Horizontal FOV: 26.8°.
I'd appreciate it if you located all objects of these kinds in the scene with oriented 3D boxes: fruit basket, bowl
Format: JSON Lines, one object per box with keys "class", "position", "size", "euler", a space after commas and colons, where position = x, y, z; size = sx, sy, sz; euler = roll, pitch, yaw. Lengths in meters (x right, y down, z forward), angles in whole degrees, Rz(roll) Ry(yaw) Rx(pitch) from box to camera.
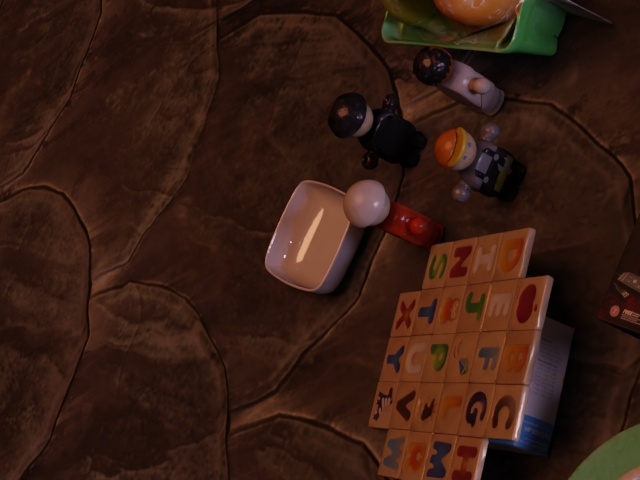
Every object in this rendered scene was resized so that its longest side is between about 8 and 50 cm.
{"class": "fruit basket", "position": [0.121, -0.333, 1.577], "size": [0.327, 0.353, 0.165], "euler": [15, 84, 51]}
{"class": "bowl", "position": [0.000, 0.000, 1.780], "size": [0.142, 0.053, 0.142], "euler": [24, 90, 50]}

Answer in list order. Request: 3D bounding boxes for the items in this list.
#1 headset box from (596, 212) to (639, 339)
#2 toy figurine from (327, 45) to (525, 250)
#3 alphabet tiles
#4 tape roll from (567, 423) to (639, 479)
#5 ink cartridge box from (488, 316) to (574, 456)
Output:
{"class": "headset box", "position": [0.423, -0.017, 1.266], "size": [0.218, 0.110, 0.293], "euler": [22, 88, 52]}
{"class": "toy figurine", "position": [0.123, -0.115, 1.625], "size": [0.209, 0.148, 0.213], "euler": [-32, 49, 35]}
{"class": "alphabet tiles", "position": [0.147, 0.131, 1.491], "size": [0.342, 0.011, 0.285], "euler": [-12, 61, 67]}
{"class": "tape roll", "position": [0.340, 0.321, 1.215], "size": [0.321, 0.077, 0.321], "euler": [-25, 53, 39]}
{"class": "ink cartridge box", "position": [0.211, 0.136, 1.465], "size": [0.104, 0.061, 0.181], "euler": [1, 72, 50]}
